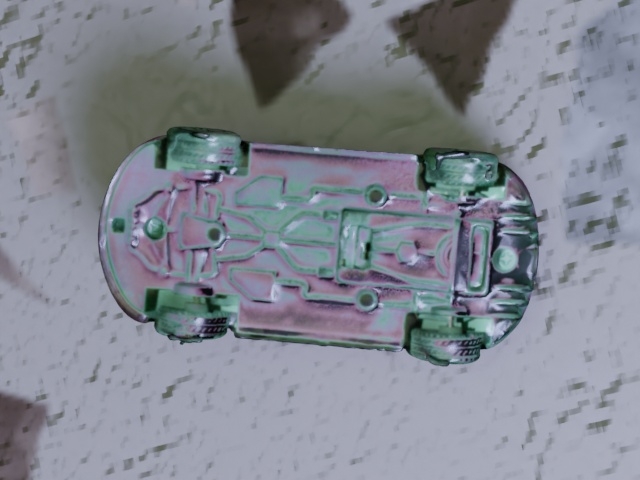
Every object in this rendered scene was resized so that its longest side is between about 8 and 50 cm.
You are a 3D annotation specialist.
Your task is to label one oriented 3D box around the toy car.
[{"bbox_3d":[0.000,0.000,0.520,0.142,0.055,0.069,5,97,4],"label":"toy car"}]
